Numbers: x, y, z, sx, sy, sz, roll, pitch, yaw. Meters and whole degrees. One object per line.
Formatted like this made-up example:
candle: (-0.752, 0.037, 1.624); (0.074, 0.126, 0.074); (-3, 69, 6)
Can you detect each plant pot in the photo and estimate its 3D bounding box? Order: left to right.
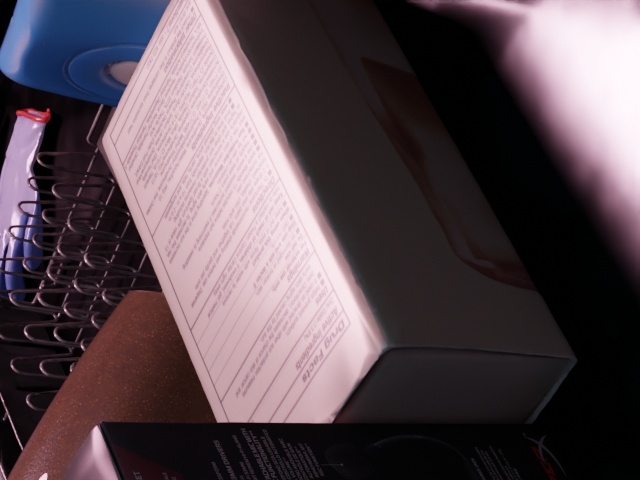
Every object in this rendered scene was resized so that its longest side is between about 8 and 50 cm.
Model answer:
plant pot: (-0.095, 0.154, 1.183); (0.215, 0.215, 0.230); (-3, 69, 56)

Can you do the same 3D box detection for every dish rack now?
dish rack: (-0.166, 0.032, 1.393); (0.208, 0.074, 0.271); (57, 132, 41)

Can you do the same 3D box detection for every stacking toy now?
stacking toy: (-0.100, -0.239, 1.276); (0.175, 0.166, 0.302); (132, 146, -65)

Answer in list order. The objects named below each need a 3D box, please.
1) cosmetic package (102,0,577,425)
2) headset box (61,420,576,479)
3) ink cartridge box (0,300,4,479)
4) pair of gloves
cosmetic package: (0.000, 0.000, 1.096); (0.153, 0.129, 0.296); (-56, 43, 36)
headset box: (0.012, 0.196, 0.908); (0.110, 0.293, 0.218); (-59, 43, 34)
ink cartridge box: (-0.309, 0.194, 1.598); (0.303, 0.072, 0.307); (-60, 40, 39)
pair of gloves: (-0.264, -0.042, 1.596); (0.198, 0.023, 0.159); (23, 105, 54)
